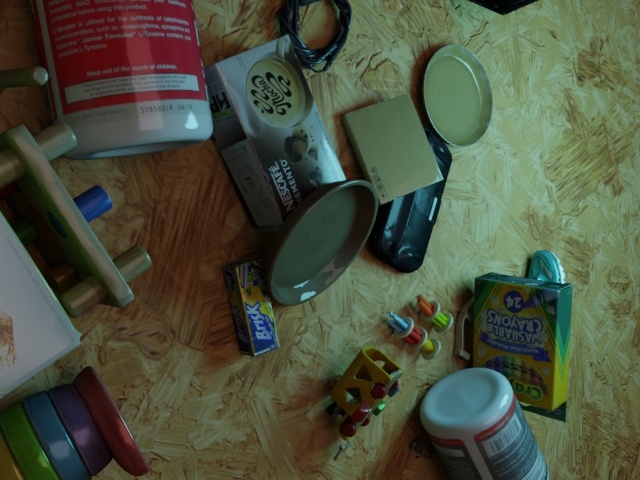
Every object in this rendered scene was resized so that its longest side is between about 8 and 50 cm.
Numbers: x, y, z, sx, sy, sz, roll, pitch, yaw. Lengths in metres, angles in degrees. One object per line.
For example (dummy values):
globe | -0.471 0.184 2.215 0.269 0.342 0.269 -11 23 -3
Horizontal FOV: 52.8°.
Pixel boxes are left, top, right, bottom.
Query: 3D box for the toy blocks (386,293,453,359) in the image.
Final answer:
toy blocks | 0.215 0.175 1.416 0.148 0.054 0.123 40 68 -28

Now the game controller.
game controller | 0.204 -0.092 1.417 0.166 0.067 0.319 33 71 -46

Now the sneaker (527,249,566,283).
sneaker | 0.539 0.151 1.627 0.110 0.107 0.275 21 77 -24

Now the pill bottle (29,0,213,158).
pill bottle | -0.300 -0.334 0.939 0.229 0.229 0.408 -13 98 -35

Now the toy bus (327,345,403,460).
toy bus | 0.069 0.304 1.277 0.104 0.191 0.202 40 57 19

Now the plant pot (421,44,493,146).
plant pot | 0.316 -0.335 1.509 0.236 0.032 0.236 1 88 -36

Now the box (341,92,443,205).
box | 0.152 -0.192 1.347 0.164 0.021 0.201 -22 90 -20

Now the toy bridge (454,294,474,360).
toy bridge | 0.357 0.188 1.536 0.063 0.026 0.188 35 69 -30

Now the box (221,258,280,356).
box | -0.126 0.121 1.169 0.059 0.054 0.169 -16 98 -35

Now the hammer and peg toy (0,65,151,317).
hammer and peg toy | -0.388 -0.069 0.850 0.127 0.266 0.361 -38 112 -30

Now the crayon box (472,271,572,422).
crayon box | 0.456 0.248 1.471 0.083 0.203 0.323 -11 103 -46

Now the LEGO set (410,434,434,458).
LEGO set | 0.224 0.464 1.444 0.054 0.023 0.083 -48 129 -24

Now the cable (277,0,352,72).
cable | -0.008 -0.434 1.272 0.150 0.047 0.185 37 71 -24

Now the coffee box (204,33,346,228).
coffee box | -0.091 -0.190 1.157 0.168 0.118 0.297 -32 108 -32

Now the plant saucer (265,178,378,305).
plant saucer | 0.000 0.000 1.186 0.278 0.041 0.278 -36 150 -25

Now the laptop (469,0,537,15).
laptop | 0.404 -0.661 1.510 0.234 0.264 0.137 -30 143 -32

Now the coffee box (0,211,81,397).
coffee box | -0.531 0.049 0.700 0.334 0.338 0.338 -36 110 -31

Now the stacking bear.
stacking bear | -0.419 0.316 0.899 0.289 0.175 0.164 -29 108 -25

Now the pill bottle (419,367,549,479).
pill bottle | 0.382 0.485 1.440 0.210 0.210 0.363 -38 111 -30
